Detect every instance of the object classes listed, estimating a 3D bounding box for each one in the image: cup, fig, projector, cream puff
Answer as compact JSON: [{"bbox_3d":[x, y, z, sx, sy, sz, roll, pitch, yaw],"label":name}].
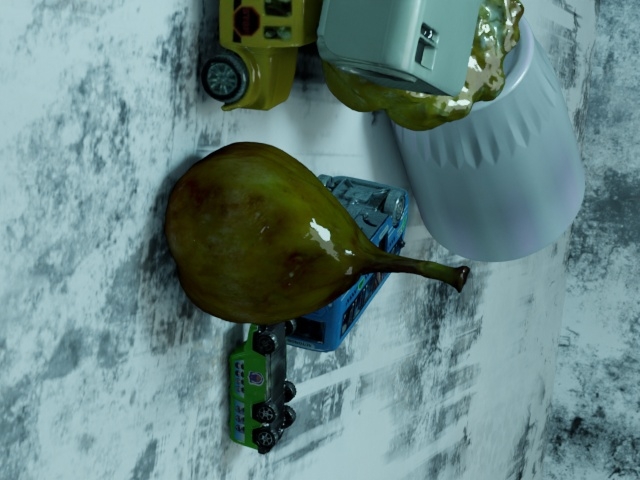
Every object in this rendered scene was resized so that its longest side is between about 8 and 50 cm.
[{"bbox_3d":[0.232,-0.157,2.158,0.371,0.253,0.253,65,38,-55],"label":"cup"},{"bbox_3d":[-0.019,0.025,1.506,0.190,0.290,0.190,-49,163,-21],"label":"fig"},{"bbox_3d":[0.088,-0.258,1.557,0.250,0.108,0.198,3,98,-72],"label":"projector"},{"bbox_3d":[0.104,-0.265,1.796,0.282,0.185,0.282,-5,101,-29],"label":"cream puff"}]

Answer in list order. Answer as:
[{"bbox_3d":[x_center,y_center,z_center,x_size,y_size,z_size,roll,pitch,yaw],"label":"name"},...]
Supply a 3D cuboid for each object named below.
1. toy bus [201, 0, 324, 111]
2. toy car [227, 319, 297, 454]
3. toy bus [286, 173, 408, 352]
[{"bbox_3d":[-0.045,-0.296,1.505,0.121,0.123,0.335,-40,134,-62],"label":"toy bus"},{"bbox_3d":[-0.067,0.155,1.713,0.071,0.062,0.165,-44,138,-62],"label":"toy car"},{"bbox_3d":[0.017,0.022,1.824,0.246,0.113,0.134,-51,148,-54],"label":"toy bus"}]
